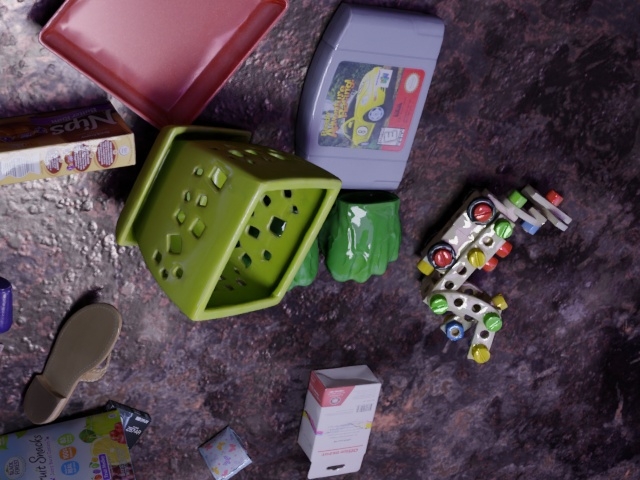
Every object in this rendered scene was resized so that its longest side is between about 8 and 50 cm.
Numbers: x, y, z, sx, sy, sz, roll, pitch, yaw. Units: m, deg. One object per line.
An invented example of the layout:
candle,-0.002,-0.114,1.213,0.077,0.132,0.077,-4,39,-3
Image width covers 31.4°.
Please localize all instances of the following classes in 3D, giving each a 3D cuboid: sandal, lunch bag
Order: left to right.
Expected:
sandal,-0.367,0.184,1.764,0.240,0.088,0.079,-51,160,17
lunch bag,-0.161,0.376,1.970,0.071,0.083,0.053,-38,129,-4

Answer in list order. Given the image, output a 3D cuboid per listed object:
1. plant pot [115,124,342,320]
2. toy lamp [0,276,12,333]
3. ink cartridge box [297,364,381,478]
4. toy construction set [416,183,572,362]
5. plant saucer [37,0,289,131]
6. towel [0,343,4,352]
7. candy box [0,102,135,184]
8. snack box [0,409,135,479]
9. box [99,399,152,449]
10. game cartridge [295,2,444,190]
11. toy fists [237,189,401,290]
plant pot,-0.141,-0.042,1.615,0.228,0.207,0.227,-5,126,-59
toy lamp,-0.504,0.177,1.655,0.080,0.080,0.274,6,116,-31
ink cartridge box,0.029,0.328,2.054,0.115,0.067,0.198,-2,118,-27
toy construction set,0.293,0.030,1.959,0.215,0.151,0.327,36,90,-14
plant saucer,-0.213,-0.306,1.548,0.258,0.048,0.259,-49,130,6
towel,-0.520,0.175,1.701,0.083,0.009,0.060,12,113,-32
candy box,-0.355,-0.131,1.538,0.187,0.109,0.053,-12,123,-21
snack box,-0.396,0.360,1.760,0.207,0.174,0.070,-12,123,-13
box,-0.330,0.304,1.877,0.083,0.018,0.067,30,103,-37
game cartridge,0.066,-0.213,1.753,0.196,0.060,0.294,2,117,-25
toy fists,0.000,0.000,1.822,0.279,0.096,0.142,-6,111,-24
